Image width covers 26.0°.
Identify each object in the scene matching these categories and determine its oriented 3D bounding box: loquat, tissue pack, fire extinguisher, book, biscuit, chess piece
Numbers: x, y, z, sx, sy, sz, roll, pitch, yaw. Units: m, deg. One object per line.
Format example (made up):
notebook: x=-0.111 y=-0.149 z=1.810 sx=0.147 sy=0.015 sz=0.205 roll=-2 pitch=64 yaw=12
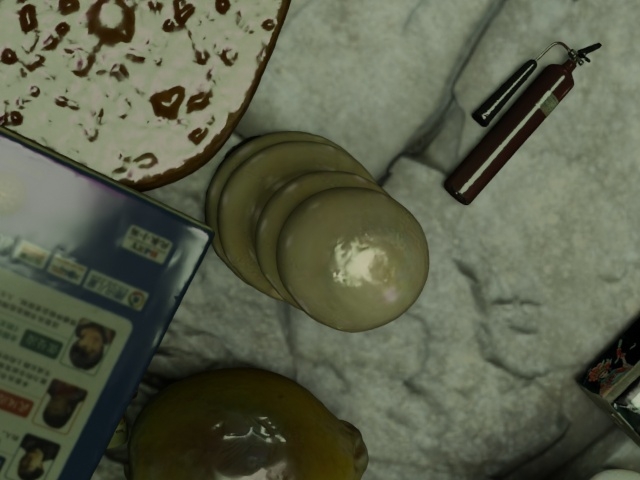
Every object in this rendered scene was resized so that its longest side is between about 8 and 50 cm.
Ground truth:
loquat: x=-0.059 y=0.176 z=1.095 sx=0.195 sy=0.152 sz=0.152 roll=-3 pitch=99 yaw=0
tissue pack: x=0.322 y=0.104 z=1.201 sx=0.170 sy=0.090 sz=0.103 roll=-44 pitch=105 yaw=-2
fire extinguisher: x=0.163 y=-0.107 z=1.165 sx=0.049 sy=0.035 sz=0.173 roll=41 pitch=88 yaw=23
book: x=-0.299 y=0.120 z=1.020 sx=0.300 sy=0.039 sz=0.428 roll=27 pitch=94 yaw=-23
biscuit: x=-0.173 y=-0.223 z=1.051 sx=0.314 sy=0.063 sz=0.367 roll=18 pitch=93 yaw=-11
chess piece: x=0.000 y=0.000 z=1.023 sx=0.143 sy=0.261 sz=0.142 roll=-2 pitch=102 yaw=-12

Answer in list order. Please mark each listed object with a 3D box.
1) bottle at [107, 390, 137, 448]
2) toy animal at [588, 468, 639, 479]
bottle: x=-0.177 y=0.114 z=1.108 sx=0.047 sy=0.063 sz=0.101 roll=3 pitch=96 yaw=15
toy animal: x=0.220 y=0.341 z=1.154 sx=0.183 sy=0.247 sz=0.309 roll=7 pitch=84 yaw=20
